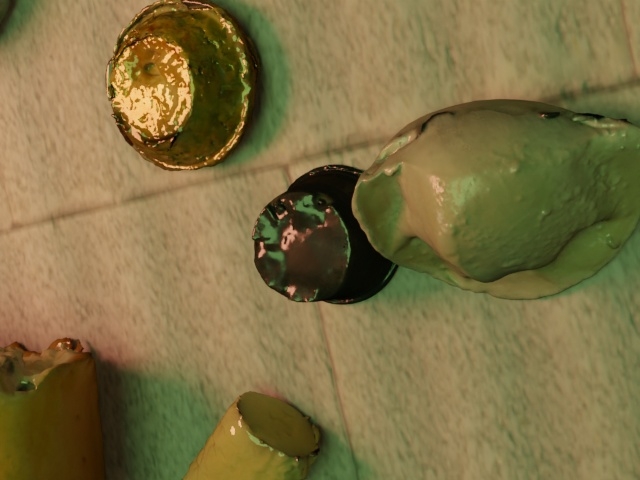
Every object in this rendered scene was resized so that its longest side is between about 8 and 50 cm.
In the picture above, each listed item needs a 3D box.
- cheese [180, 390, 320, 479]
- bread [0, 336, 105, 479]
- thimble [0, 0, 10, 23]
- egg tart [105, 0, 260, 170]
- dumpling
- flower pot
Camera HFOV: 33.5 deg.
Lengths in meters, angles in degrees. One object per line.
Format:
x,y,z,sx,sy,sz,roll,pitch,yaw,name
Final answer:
-0.083,0.266,1.230,0.123,0.094,0.167,34,115,6,cheese
-0.426,0.287,1.314,0.361,0.250,0.394,3,103,27,bread
-0.494,-0.303,1.301,0.185,0.149,0.211,43,114,11,thimble
-0.168,-0.176,1.204,0.212,0.090,0.212,4,98,28,egg tart
0.180,-0.024,1.035,0.243,0.175,0.227,13,134,38,dumpling
0.000,0.000,1.140,0.157,0.107,0.157,3,98,23,flower pot
